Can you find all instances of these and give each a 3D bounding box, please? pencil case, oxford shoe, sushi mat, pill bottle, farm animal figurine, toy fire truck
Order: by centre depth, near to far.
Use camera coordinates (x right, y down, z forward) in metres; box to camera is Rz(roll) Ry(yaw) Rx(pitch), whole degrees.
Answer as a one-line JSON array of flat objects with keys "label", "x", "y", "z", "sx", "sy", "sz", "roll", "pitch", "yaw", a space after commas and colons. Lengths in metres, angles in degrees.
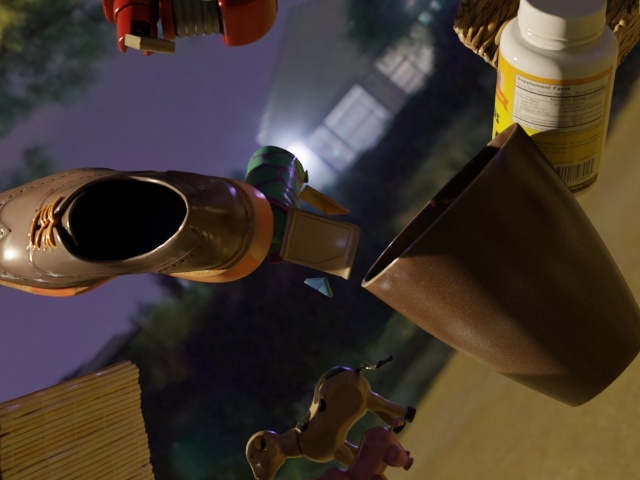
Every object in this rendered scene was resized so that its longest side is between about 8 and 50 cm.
[{"label": "oxford shoe", "x": -0.229, "y": -0.021, "z": 1.397, "sx": 0.364, "sy": 0.130, "sz": 0.133, "roll": -6, "pitch": -12, "yaw": 30}, {"label": "pencil case", "x": -0.048, "y": -0.040, "z": 1.472, "sx": 0.064, "sy": 0.070, "sz": 0.151, "roll": -6, "pitch": 24, "yaw": 5}, {"label": "pill bottle", "x": 0.236, "y": -0.153, "z": 1.479, "sx": 0.117, "sy": 0.117, "sz": 0.215, "roll": -48, "pitch": -32, "yaw": -43}, {"label": "sushi mat", "x": -0.252, "y": 0.220, "z": 1.518, "sx": 0.019, "sy": 0.151, "sz": 0.316, "roll": -9, "pitch": 1, "yaw": 18}, {"label": "farm animal figurine", "x": -0.047, "y": 0.310, "z": 1.611, "sx": 0.327, "sy": 0.172, "sz": 0.330, "roll": -57, "pitch": 6, "yaw": 38}, {"label": "toy fire truck", "x": -0.158, "y": -0.281, "z": 1.761, "sx": 0.158, "sy": 0.217, "sz": 0.246, "roll": 89, "pitch": 176, "yaw": -57}]

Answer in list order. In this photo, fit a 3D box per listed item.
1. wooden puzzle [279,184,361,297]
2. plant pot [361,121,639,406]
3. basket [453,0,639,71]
[{"label": "wooden puzzle", "x": 0.000, "y": 0.000, "z": 1.384, "sx": 0.014, "sy": 0.078, "sz": 0.116, "roll": -64, "pitch": -2, "yaw": -48}, {"label": "plant pot", "x": 0.197, "y": 0.042, "z": 1.402, "sx": 0.215, "sy": 0.230, "sz": 0.215, "roll": -47, "pitch": 2, "yaw": 2}, {"label": "basket", "x": 0.319, "y": -0.333, "z": 1.828, "sx": 0.299, "sy": 0.213, "sz": 0.223, "roll": -53, "pitch": -11, "yaw": 18}]
